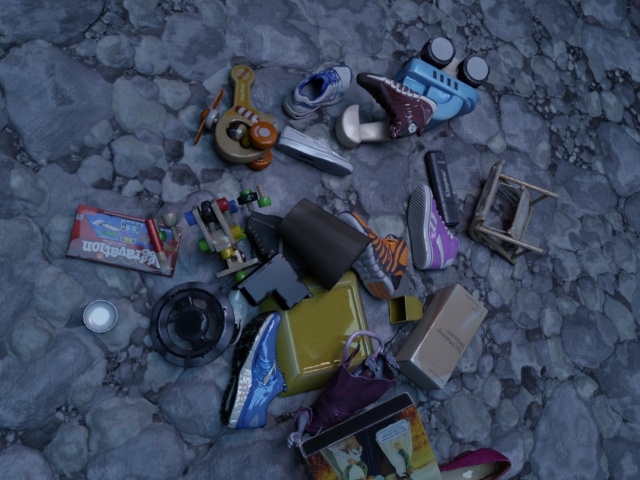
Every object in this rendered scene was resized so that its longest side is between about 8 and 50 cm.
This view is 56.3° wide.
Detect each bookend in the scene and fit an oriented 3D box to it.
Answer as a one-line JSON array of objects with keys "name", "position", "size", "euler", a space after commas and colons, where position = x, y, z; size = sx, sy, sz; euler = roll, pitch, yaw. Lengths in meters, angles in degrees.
[{"name": "bookend", "position": [-0.131, 0.141, 1.638], "size": [0.156, 0.072, 0.157], "euler": [-40, 97, -23]}]

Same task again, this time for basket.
[{"name": "basket", "position": [0.000, 0.000, 1.699], "size": [0.227, 0.204, 0.154], "euler": [40, 28, 6]}]

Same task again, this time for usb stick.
[{"name": "usb stick", "position": [0.419, -0.178, 2.062], "size": [0.077, 0.045, 0.278], "euler": [-4, 76, -23]}]

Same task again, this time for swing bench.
[{"name": "swing bench", "position": [0.650, -0.095, 2.072], "size": [0.254, 0.165, 0.253], "euler": [29, 67, -6]}]

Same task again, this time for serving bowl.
[{"name": "serving bowl", "position": [-0.572, 0.198, 1.555], "size": [0.083, 0.027, 0.083], "euler": [6, 72, -21]}]

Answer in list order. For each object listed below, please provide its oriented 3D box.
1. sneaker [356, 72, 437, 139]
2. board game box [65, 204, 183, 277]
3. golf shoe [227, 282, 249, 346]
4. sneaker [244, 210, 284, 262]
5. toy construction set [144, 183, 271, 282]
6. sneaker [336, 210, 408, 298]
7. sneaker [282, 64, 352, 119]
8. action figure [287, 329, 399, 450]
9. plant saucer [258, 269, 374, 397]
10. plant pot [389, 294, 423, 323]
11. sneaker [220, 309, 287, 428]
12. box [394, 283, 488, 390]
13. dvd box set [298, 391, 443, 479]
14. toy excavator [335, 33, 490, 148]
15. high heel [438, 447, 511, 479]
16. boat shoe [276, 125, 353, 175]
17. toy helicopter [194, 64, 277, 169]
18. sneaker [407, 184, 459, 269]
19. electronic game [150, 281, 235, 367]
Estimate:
[{"name": "sneaker", "position": [0.222, -0.408, 1.877], "size": [0.281, 0.106, 0.162], "euler": [21, 94, -13]}, {"name": "board game box", "position": [-0.529, 0.004, 1.630], "size": [0.281, 0.027, 0.145], "euler": [13, 72, -19]}, {"name": "golf shoe", "position": [-0.228, 0.207, 1.640], "size": [0.069, 0.086, 0.176], "euler": [11, 87, -15]}, {"name": "sneaker", "position": [-0.174, 0.022, 1.748], "size": [0.118, 0.083, 0.222], "euler": [15, 60, -13]}, {"name": "toy construction set", "position": [-0.291, 0.017, 1.612], "size": [0.309, 0.257, 0.237], "euler": [-19, 93, -26]}, {"name": "sneaker", "position": [0.161, 0.011, 1.844], "size": [0.180, 0.124, 0.321], "euler": [-52, 123, -39]}, {"name": "sneaker", "position": [0.015, -0.498, 1.941], "size": [0.112, 0.131, 0.296], "euler": [49, 62, -1]}, {"name": "action figure", "position": [0.031, 0.436, 1.622], "size": [0.248, 0.276, 0.370], "euler": [29, 110, -28]}, {"name": "plant saucer", "position": [0.005, 0.259, 1.747], "size": [0.333, 0.081, 0.333], "euler": [-8, 79, -24]}, {"name": "plant pot", "position": [0.274, 0.219, 1.871], "size": [0.083, 0.081, 0.081], "euler": [8, 72, -31]}, {"name": "sneaker", "position": [-0.161, 0.354, 1.640], "size": [0.147, 0.130, 0.330], "euler": [21, 76, -24]}, {"name": "box", "position": [0.373, 0.301, 1.862], "size": [0.148, 0.121, 0.311], "euler": [41, 64, -8]}, {"name": "dvd box set", "position": [0.159, 0.628, 1.554], "size": [0.307, 0.062, 0.420], "euler": [-24, 113, -6]}, {"name": "toy excavator", "position": [0.309, -0.461, 2.023], "size": [0.433, 0.222, 0.445], "euler": [23, 76, -14]}, {"name": "high heel", "position": [0.367, 0.710, 1.708], "size": [0.377, 0.181, 0.127], "euler": [-30, 88, -27]}, {"name": "boat shoe", "position": [-0.008, -0.287, 1.890], "size": [0.258, 0.095, 0.084], "euler": [23, 72, -16]}, {"name": "toy helicopter", "position": [-0.258, -0.391, 1.821], "size": [0.235, 0.140, 0.355], "euler": [3, 63, -12]}, {"name": "sneaker", "position": [0.381, -0.043, 1.985], "size": [0.161, 0.102, 0.282], "euler": [0, 86, -26]}, {"name": "electronic game", "position": [-0.341, 0.222, 1.594], "size": [0.229, 0.048, 0.229], "euler": [-1, 74, 4]}]
